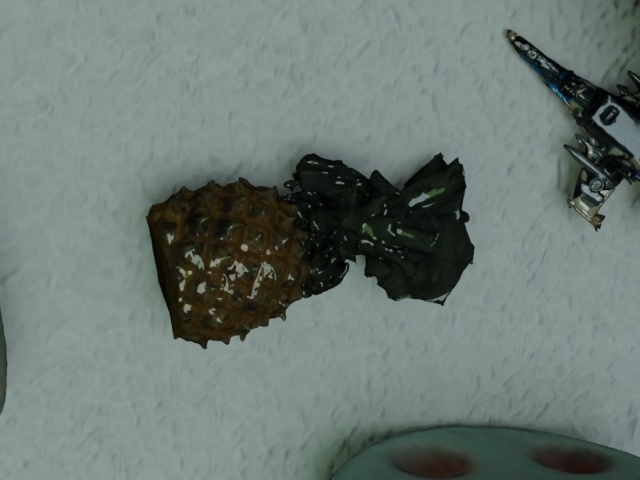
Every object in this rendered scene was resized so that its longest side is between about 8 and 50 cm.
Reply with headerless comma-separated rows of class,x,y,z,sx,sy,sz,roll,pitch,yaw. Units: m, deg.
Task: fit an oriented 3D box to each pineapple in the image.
pineapple,0.000,0.000,0.904,0.237,0.111,0.119,-14,136,-17

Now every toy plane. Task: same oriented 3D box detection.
toy plane,0.211,-0.091,0.953,0.188,0.062,0.135,40,92,-20

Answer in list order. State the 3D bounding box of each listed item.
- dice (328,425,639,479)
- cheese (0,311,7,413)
dice,0.137,0.296,0.920,0.262,0.268,0.265,1,102,-16
cheese,-0.303,0.044,0.802,0.189,0.154,0.198,-20,105,-30
